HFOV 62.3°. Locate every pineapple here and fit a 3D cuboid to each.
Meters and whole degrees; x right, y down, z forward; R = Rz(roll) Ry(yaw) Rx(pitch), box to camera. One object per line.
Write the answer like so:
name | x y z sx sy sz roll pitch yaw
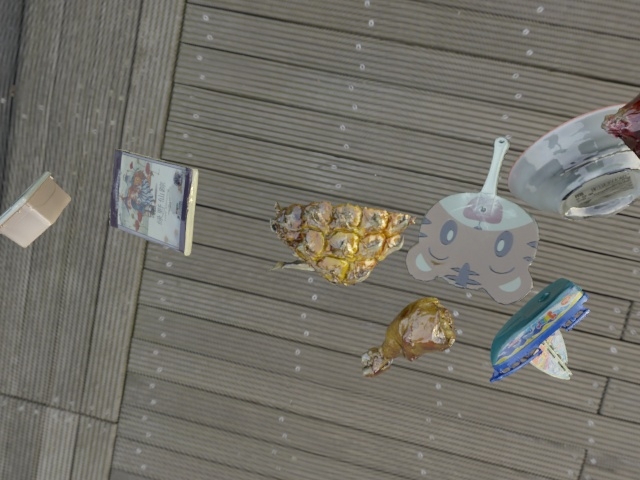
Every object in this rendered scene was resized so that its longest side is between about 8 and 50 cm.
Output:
pineapple | 0.000 0.006 1.041 0.334 0.161 0.159 8 87 30

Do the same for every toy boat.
toy boat | 0.304 0.144 0.718 0.175 0.091 0.110 -43 87 8

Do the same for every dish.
dish | 0.446 -0.101 0.858 0.260 0.260 0.086 -14 62 7

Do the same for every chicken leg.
chicken leg | 0.140 0.175 0.914 0.107 0.251 0.087 7 56 -25

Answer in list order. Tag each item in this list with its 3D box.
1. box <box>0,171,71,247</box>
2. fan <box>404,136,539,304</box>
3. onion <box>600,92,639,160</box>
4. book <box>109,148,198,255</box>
box | -0.468 -0.049 0.865 0.089 0.122 0.062 -36 117 14
fan | 0.204 -0.037 0.659 0.152 0.008 0.227 13 69 25
onion | 0.427 -0.134 0.614 0.194 0.159 0.160 8 98 6
book | -0.318 -0.076 0.987 0.231 0.026 0.158 17 105 34
